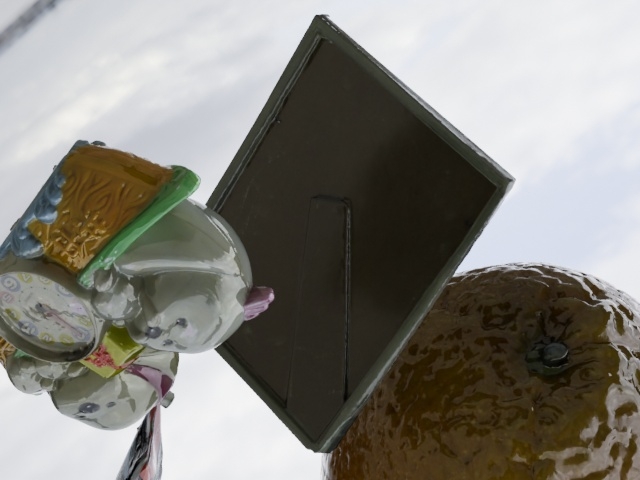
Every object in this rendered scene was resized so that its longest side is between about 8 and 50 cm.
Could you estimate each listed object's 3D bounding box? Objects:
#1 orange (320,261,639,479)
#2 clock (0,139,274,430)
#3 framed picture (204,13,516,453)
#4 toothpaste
[{"bbox_3d":[0.155,0.182,1.156,0.322,0.322,0.357,-50,163,-31],"label":"orange"},{"bbox_3d":[-0.123,0.033,0.843,0.231,0.144,0.103,-44,-166,44],"label":"clock"},{"bbox_3d":[0.000,0.000,1.003,0.023,0.189,0.260,-16,143,-55],"label":"framed picture"},{"bbox_3d":[-0.153,0.205,1.205,0.193,0.045,0.071,111,-13,-47],"label":"toothpaste"}]
